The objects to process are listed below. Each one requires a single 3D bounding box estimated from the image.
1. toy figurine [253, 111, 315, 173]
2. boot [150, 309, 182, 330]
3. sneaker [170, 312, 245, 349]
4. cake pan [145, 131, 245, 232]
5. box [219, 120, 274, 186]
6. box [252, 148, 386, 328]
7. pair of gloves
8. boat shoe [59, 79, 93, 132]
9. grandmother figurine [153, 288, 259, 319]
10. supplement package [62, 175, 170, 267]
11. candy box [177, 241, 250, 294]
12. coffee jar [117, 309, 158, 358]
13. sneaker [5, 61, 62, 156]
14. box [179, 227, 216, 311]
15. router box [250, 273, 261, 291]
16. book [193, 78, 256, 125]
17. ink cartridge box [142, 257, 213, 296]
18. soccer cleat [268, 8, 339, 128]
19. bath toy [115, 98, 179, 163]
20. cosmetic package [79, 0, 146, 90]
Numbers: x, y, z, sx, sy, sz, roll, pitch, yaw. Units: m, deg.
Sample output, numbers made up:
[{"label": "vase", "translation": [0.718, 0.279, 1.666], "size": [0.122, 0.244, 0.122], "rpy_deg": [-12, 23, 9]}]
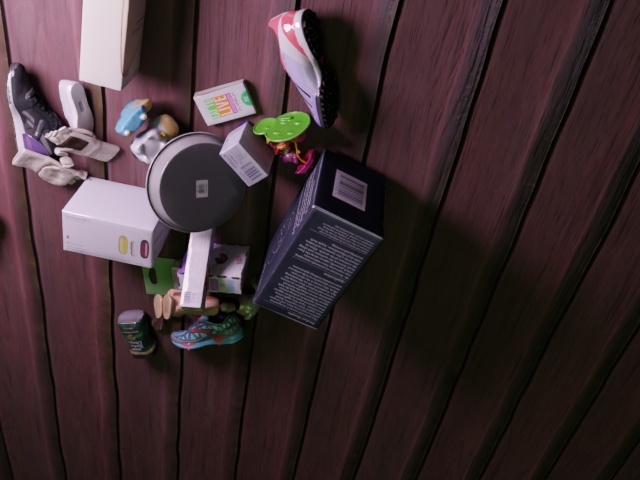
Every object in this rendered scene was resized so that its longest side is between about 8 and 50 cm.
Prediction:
[{"label": "toy figurine", "translation": [-0.085, -0.255, 1.772], "size": [0.173, 0.130, 0.159], "rpy_deg": [6, 139, 28]}, {"label": "boot", "translation": [-0.536, 0.277, 2.223], "size": [0.107, 0.037, 0.114], "rpy_deg": [24, 122, 5]}, {"label": "sneaker", "translation": [-0.395, 0.296, 2.204], "size": [0.262, 0.104, 0.125], "rpy_deg": [-9, 107, 6]}, {"label": "cake pan", "translation": [-0.336, -0.153, 1.781], "size": [0.293, 0.054, 0.293], "rpy_deg": [-12, 115, -28]}, {"label": "box", "translation": [-0.200, -0.241, 1.764], "size": [0.072, 0.137, 0.126], "rpy_deg": [-29, 118, 24]}, {"label": "box", "translation": [0.000, 0.000, 1.809], "size": [0.212, 0.293, 0.395], "rpy_deg": [25, 127, -12]}, {"label": "pair of gloves", "translation": [-0.725, -0.234, 1.821], "size": [0.240, 0.042, 0.204], "rpy_deg": [-28, 149, 23]}, {"label": "boat shoe", "translation": [-0.686, -0.361, 1.776], "size": [0.063, 0.066, 0.184], "rpy_deg": [23, 141, 23]}, {"label": "grandmother figurine", "translation": [-0.339, 0.205, 2.034], "size": [0.343, 0.208, 0.103], "rpy_deg": [3, 94, -38]}, {"label": "supplement package", "translation": [-0.595, -0.057, 1.891], "size": [0.262, 0.204, 0.145], "rpy_deg": [12, 125, -2]}, {"label": "candy box", "translation": [-0.328, 0.083, 1.988], "size": [0.196, 0.164, 0.070], "rpy_deg": [5, 127, 2]}, {"label": "coffee jar", "translation": [-0.640, 0.334, 2.248], "size": [0.096, 0.079, 0.184], "rpy_deg": [-5, 125, 10]}, {"label": "sneaker", "translation": [-0.786, -0.360, 1.775], "size": [0.124, 0.107, 0.283], "rpy_deg": [0, 131, -11]}, {"label": "box", "translation": [-0.357, 0.049, 1.888], "size": [0.067, 0.323, 0.063], "rpy_deg": [4, 162, 1]}, {"label": "router box", "translation": [-0.162, 0.160, 2.104], "size": [0.092, 0.038, 0.122], "rpy_deg": [-19, 121, 17]}, {"label": "book", "translation": [-0.259, -0.375, 1.743], "size": [0.144, 0.035, 0.096], "rpy_deg": [-13, 127, 13]}, {"label": "ink cartridge box", "translation": [-0.476, 0.138, 2.111], "size": [0.235, 0.056, 0.171], "rpy_deg": [3, 126, 1]}, {"label": "soccer cleat", "translation": [-0.037, -0.435, 1.647], "size": [0.117, 0.108, 0.318], "rpy_deg": [5, 132, 29]}, {"label": "bath toy", "translation": [-0.428, -0.232, 1.803], "size": [0.151, 0.129, 0.348], "rpy_deg": [-42, 125, -13]}, {"label": "cosmetic package", "translation": [-0.504, -0.548, 1.564], "size": [0.113, 0.160, 0.309], "rpy_deg": [14, 126, -5]}]
